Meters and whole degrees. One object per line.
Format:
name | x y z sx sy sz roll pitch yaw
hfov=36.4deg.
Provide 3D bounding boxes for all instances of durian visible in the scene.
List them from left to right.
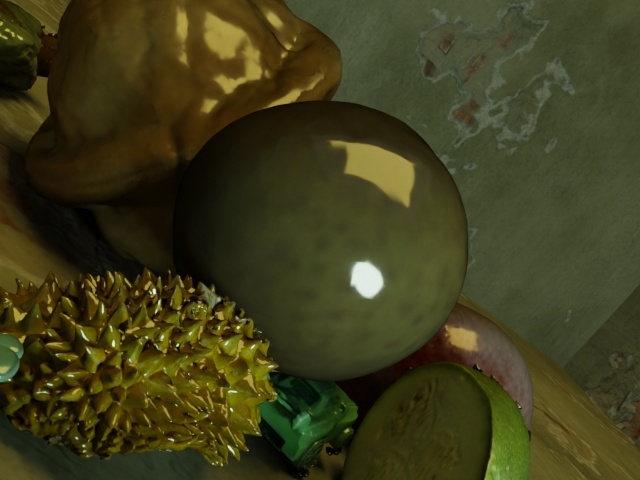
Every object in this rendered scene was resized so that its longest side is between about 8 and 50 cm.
durian | -0.135 0.080 0.704 0.183 0.138 0.250 54 20 26

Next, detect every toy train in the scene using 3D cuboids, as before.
toy train | -0.017 0.156 0.918 0.099 0.081 0.149 42 25 21

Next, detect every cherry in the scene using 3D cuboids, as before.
cherry | 0.128 0.160 1.138 0.239 0.206 0.239 28 18 -10

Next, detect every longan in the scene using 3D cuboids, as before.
longan | 0.000 0.000 0.852 0.258 0.258 0.258 39 9 -7

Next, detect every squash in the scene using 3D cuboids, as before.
squash | 0.082 0.192 0.854 0.189 0.189 0.260 44 10 23

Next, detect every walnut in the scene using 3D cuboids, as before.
walnut | -0.145 -0.130 1.090 0.383 0.383 0.383 39 9 -7

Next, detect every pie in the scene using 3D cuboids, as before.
pie | -0.467 -0.281 1.252 0.257 0.105 0.274 25 6 1

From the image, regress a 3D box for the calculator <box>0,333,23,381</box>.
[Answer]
calculator | -0.251 0.044 0.584 0.153 0.021 0.095 21 27 -3
